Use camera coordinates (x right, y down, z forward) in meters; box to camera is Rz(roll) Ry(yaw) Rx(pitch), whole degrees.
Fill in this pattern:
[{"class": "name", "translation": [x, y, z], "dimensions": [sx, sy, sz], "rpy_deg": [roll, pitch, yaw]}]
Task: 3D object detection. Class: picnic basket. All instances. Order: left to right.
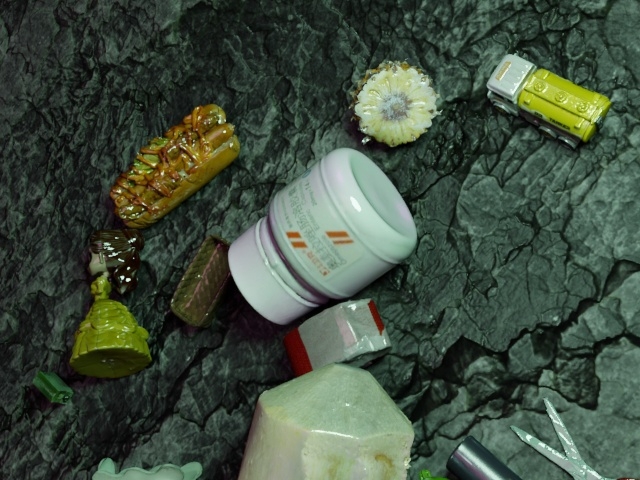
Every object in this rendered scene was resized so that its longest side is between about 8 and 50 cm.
[{"class": "picnic basket", "translation": [-0.237, 0.088, 1.564], "dimensions": [0.110, 0.055, 0.193], "rpy_deg": [30, 91, 29]}]

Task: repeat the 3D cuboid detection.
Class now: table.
[{"class": "table", "translation": [-0.340, 0.508, 1.453], "dimensions": [0.198, 0.166, 0.167], "rpy_deg": [-10, 73, 14]}]

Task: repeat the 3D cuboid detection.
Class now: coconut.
[{"class": "coconut", "translation": [0.017, 0.359, 1.234], "dimensions": [0.297, 0.297, 0.310], "rpy_deg": [17, 96, 27]}]

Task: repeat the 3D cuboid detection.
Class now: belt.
[{"class": "belt", "translation": [0.034, 0.201, 1.369], "dimensions": [0.200, 0.128, 0.124], "rpy_deg": [-31, 67, 20]}]

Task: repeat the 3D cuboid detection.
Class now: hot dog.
[{"class": "hot dog", "translation": [-0.336, -0.166, 1.641], "dimensions": [0.348, 0.117, 0.158], "rpy_deg": [-35, 64, 13]}]

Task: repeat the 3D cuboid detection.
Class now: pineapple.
[{"class": "pineapple", "translation": [0.140, -0.281, 1.462], "dimensions": [0.175, 0.137, 0.162], "rpy_deg": [-27, 110, 11]}]

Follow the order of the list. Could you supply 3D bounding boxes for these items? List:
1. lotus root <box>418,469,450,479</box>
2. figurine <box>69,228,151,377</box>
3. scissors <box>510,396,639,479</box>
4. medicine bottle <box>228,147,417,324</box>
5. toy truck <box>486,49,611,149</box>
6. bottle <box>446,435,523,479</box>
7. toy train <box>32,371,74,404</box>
[{"class": "lotus root", "translation": [0.193, 0.461, 1.223], "dimensions": [0.186, 0.186, 0.186], "rpy_deg": [-6, 74, 23]}, {"class": "figurine", "translation": [-0.465, 0.121, 1.609], "dimensions": [0.167, 0.187, 0.316], "rpy_deg": [-20, 62, 17]}, {"class": "scissors", "translation": [0.425, 0.379, 1.207], "dimensions": [0.144, 0.017, 0.248], "rpy_deg": [-44, 62, 8]}, {"class": "medicine bottle", "translation": [0.000, 0.000, 1.374], "dimensions": [0.302, 0.241, 0.241], "rpy_deg": [-36, 64, 23]}, {"class": "toy truck", "translation": [0.410, -0.255, 1.323], "dimensions": [0.226, 0.114, 0.098], "rpy_deg": [36, 93, 28]}, {"class": "bottle", "translation": [0.319, 0.431, 1.211], "dimensions": [0.072, 0.082, 0.244], "rpy_deg": [-31, 55, -32]}, {"class": "toy train", "translation": [-0.607, 0.333, 1.669], "dimensions": [0.093, 0.056, 0.038], "rpy_deg": [34, 90, 27]}]
